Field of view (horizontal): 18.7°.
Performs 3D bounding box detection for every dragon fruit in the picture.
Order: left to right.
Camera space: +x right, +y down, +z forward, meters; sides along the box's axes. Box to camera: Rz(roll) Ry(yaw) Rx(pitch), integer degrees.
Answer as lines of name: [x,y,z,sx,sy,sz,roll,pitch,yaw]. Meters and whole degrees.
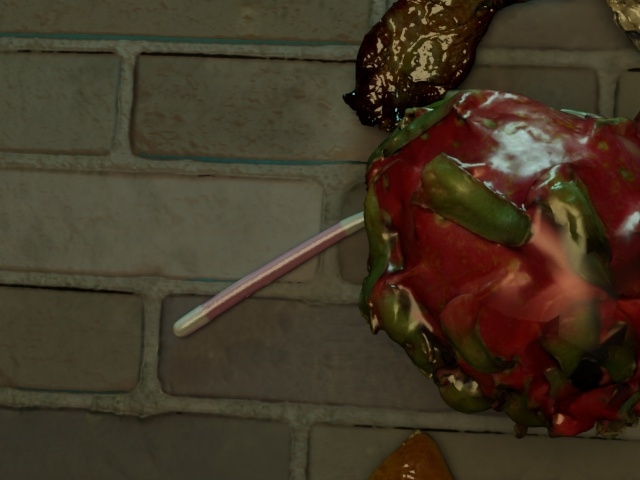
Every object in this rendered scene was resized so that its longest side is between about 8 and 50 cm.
dragon fruit: [0.158,0.010,1.460,0.303,0.231,0.237,40,127,16]

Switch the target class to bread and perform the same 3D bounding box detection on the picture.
bread: [0.073,0.250,1.547,0.136,0.054,0.154,44,96,6]

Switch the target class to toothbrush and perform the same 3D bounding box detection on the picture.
toothbrush: [0.000,0.000,1.590,0.286,0.020,0.025,-31,74,5]

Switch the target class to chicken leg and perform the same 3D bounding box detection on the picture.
chicken leg: [0.125,-0.182,1.568,0.253,0.051,0.106,-32,88,4]

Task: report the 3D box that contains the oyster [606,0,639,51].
oyster: [0.269,-0.221,1.515,0.191,0.081,0.163,7,98,-1]
